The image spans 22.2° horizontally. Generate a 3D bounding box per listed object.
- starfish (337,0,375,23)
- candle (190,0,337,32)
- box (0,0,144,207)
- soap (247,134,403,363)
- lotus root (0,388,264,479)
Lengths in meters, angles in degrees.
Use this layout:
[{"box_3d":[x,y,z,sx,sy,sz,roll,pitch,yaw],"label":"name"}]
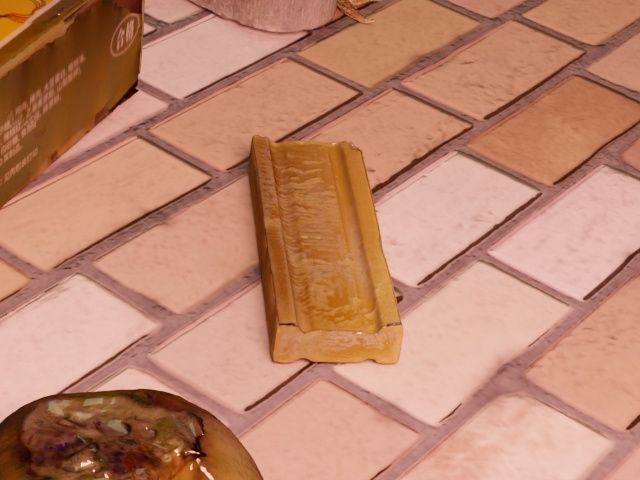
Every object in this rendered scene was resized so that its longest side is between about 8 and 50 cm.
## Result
[{"box_3d":[0.019,-0.233,1.580,0.086,0.016,0.092,-22,47,-24],"label":"starfish"},{"box_3d":[-0.064,-0.269,1.560,0.169,0.068,0.192,1,35,-4],"label":"candle"},{"box_3d":[-0.393,-0.140,1.265,0.373,0.138,0.420,19,37,16],"label":"box"},{"box_3d":[0.000,0.001,1.223,0.092,0.037,0.252,3,35,-9],"label":"soap"},{"box_3d":[-0.123,0.143,0.965,0.204,0.078,0.183,0,36,-13],"label":"lotus root"}]
